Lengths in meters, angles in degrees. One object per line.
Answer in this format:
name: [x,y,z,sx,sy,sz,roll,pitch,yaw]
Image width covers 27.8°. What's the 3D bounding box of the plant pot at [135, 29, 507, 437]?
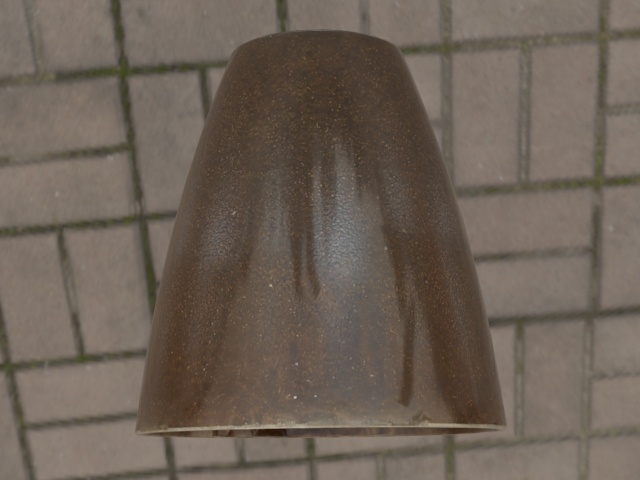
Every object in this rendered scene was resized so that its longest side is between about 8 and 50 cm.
plant pot: [0.000,0.000,0.774,0.215,0.215,0.230,1,80,-4]
